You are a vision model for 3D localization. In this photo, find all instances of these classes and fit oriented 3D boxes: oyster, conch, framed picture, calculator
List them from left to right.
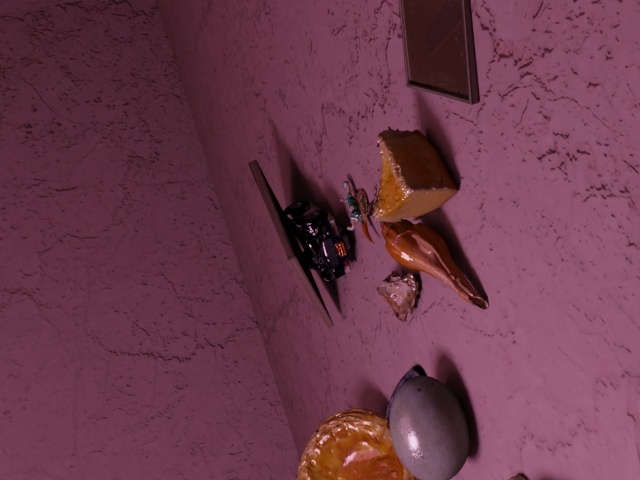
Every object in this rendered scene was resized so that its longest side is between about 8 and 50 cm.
[{"bbox_3d":[-0.087,0.008,2.676,0.446,0.028,0.326,-114,-2,-46],"label":"framed picture"},{"bbox_3d":[0.184,0.117,2.109,0.105,0.056,0.177,54,156,24],"label":"oyster"},{"bbox_3d":[0.228,0.419,2.226,0.177,0.040,0.268,64,148,34],"label":"calculator"},{"bbox_3d":[0.229,0.030,1.863,0.330,0.093,0.109,37,127,33],"label":"conch"},{"bbox_3d":[0.211,-0.360,1.685,0.265,0.018,0.192,-141,40,-64],"label":"framed picture"}]

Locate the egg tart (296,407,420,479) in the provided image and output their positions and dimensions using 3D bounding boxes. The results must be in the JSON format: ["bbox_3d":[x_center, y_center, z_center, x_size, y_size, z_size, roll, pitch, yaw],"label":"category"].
[{"bbox_3d":[0.114,0.635,2.419,0.169,0.388,0.388,26,-149,-51],"label":"egg tart"}]

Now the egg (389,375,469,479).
[{"bbox_3d":[0.235,0.408,1.991,0.169,0.169,0.236,-174,74,-72],"label":"egg"}]

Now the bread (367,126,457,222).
[{"bbox_3d":[0.167,-0.117,1.820,0.160,0.140,0.169,116,142,-49],"label":"bread"}]

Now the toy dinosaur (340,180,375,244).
[{"bbox_3d":[0.096,-0.075,2.263,0.187,0.044,0.106,-130,45,-57],"label":"toy dinosaur"}]

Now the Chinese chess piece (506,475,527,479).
[{"bbox_3d":[0.392,0.505,1.804,0.084,0.034,0.084,165,90,-72],"label":"Chinese chess piece"}]

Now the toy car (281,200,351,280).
[{"bbox_3d":[0.002,-0.001,2.486,0.301,0.118,0.193,26,138,67],"label":"toy car"}]
